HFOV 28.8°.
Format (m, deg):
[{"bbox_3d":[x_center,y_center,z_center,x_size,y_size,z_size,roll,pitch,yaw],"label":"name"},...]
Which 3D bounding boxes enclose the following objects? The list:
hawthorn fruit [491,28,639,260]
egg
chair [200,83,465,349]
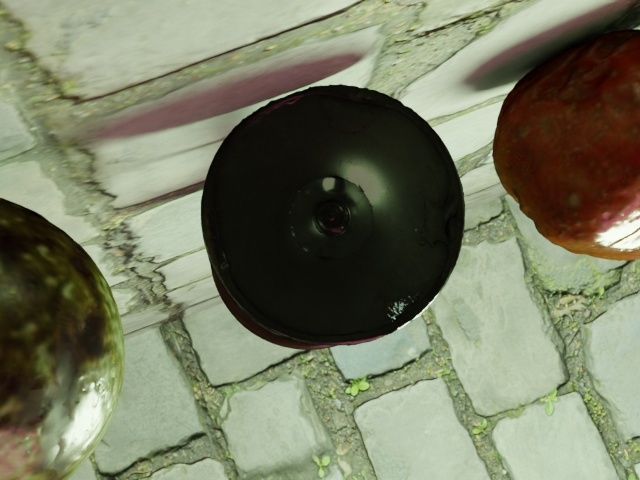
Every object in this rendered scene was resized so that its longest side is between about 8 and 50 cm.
[{"bbox_3d":[0.316,-0.103,1.350,0.258,0.258,0.262,-17,161,-37],"label":"hawthorn fruit"},{"bbox_3d":[-0.278,0.079,0.876,0.289,0.238,0.238,16,149,-43],"label":"egg"},{"bbox_3d":[0.000,0.000,1.231,0.226,0.226,0.401,-21,175,-5],"label":"chair"}]
